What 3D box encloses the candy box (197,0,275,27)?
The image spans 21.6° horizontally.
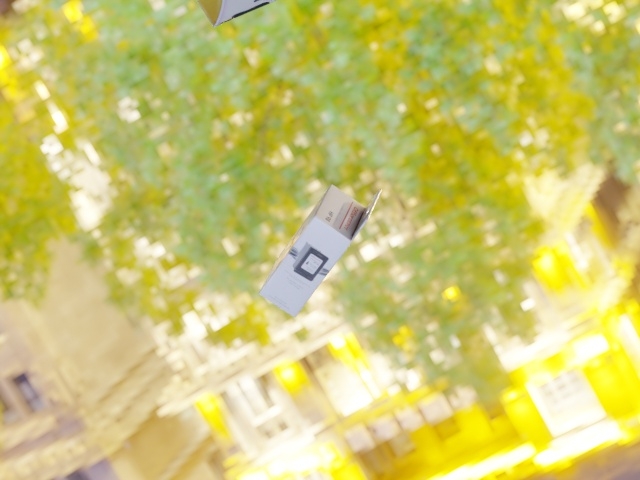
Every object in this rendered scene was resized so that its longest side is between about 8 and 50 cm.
[{"bbox_3d":[0.001,-0.249,1.082,0.233,0.071,0.159,-22,147,8],"label":"candy box"}]

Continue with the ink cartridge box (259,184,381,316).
[{"bbox_3d":[0.000,0.000,2.177,0.180,0.060,0.104,-54,-175,28],"label":"ink cartridge box"}]
